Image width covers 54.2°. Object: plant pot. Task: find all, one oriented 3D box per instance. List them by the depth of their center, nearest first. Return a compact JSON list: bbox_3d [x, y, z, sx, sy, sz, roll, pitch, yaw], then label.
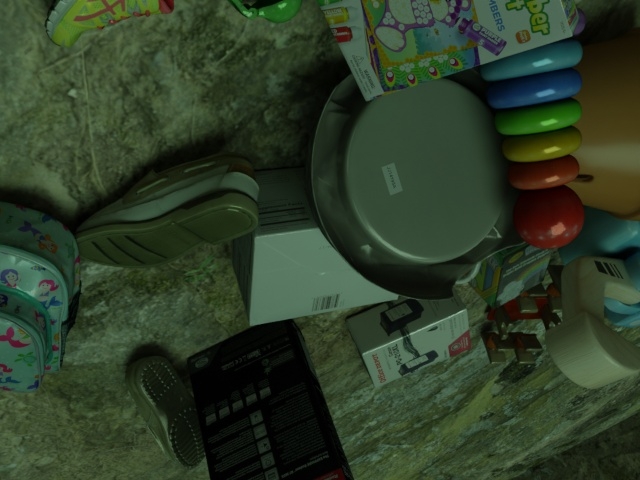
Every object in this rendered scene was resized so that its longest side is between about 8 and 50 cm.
[{"bbox_3d":[0.416,-0.172,0.934,0.203,0.291,0.291,0,137,-2],"label":"plant pot"}]

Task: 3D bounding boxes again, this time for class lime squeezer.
[{"bbox_3d":[-0.078,-0.303,0.705,0.310,0.059,0.110,-3,136,-22],"label":"lime squeezer"}]

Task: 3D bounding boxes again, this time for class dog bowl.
[{"bbox_3d":[0.136,-0.095,0.863,0.348,0.102,0.349,-1,92,-19],"label":"dog bowl"}]

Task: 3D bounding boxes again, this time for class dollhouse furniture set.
[{"bbox_3d":[0.522,0.159,1.469,0.259,0.135,0.262,1,135,-10],"label":"dollhouse furniture set"}]

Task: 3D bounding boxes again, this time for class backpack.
[{"bbox_3d":[-0.445,0.074,0.843,0.225,0.191,0.254,12,124,-17],"label":"backpack"}]

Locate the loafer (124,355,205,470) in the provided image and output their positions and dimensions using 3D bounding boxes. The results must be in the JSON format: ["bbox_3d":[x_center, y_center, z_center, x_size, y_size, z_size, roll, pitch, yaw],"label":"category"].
[{"bbox_3d":[-0.296,0.329,1.216,0.102,0.092,0.269,-36,119,-36],"label":"loafer"}]

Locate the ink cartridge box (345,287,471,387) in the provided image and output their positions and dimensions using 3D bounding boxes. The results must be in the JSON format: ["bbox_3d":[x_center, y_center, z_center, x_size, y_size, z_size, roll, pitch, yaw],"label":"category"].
[{"bbox_3d":[0.192,0.202,1.348,0.237,0.100,0.172,-23,139,-1],"label":"ink cartridge box"}]

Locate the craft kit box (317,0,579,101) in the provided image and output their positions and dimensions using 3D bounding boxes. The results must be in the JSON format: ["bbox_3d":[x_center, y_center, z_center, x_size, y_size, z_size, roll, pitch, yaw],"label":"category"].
[{"bbox_3d":[0.103,-0.291,0.641,0.246,0.061,0.250,-12,122,35],"label":"craft kit box"}]

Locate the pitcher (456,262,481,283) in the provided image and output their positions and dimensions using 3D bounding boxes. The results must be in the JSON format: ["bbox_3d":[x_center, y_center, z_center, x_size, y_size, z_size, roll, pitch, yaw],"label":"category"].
[{"bbox_3d":[0.243,-0.042,1.056,0.207,0.178,0.125,-47,173,27],"label":"pitcher"}]

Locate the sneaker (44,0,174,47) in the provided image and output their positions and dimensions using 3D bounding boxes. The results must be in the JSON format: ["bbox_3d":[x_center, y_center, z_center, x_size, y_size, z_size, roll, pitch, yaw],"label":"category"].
[{"bbox_3d":[-0.202,-0.257,0.646,0.208,0.082,0.094,-30,129,29],"label":"sneaker"}]

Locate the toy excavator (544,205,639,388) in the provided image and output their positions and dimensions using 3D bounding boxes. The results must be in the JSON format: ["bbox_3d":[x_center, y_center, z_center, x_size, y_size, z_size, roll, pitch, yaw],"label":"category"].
[{"bbox_3d":[0.514,0.048,1.089,0.444,0.433,0.222,11,145,-29],"label":"toy excavator"}]

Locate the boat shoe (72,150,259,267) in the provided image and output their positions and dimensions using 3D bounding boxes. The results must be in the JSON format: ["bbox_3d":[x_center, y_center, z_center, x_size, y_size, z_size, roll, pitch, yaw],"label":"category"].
[{"bbox_3d":[-0.220,-0.040,0.888,0.302,0.103,0.113,-12,149,19],"label":"boat shoe"}]

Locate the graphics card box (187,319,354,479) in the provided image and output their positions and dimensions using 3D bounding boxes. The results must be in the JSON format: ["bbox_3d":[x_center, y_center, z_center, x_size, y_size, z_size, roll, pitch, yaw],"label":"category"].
[{"bbox_3d":[-0.100,0.336,1.148,0.232,0.371,0.094,-27,140,2],"label":"graphics card box"}]

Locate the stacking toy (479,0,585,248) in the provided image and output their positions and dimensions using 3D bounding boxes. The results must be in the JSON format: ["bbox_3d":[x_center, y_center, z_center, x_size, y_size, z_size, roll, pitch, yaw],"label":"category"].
[{"bbox_3d":[0.274,-0.149,0.794,0.141,0.141,0.331,-12,101,-13],"label":"stacking toy"}]

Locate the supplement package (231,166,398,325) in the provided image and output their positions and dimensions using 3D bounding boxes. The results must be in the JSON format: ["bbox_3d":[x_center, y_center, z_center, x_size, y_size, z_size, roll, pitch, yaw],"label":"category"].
[{"bbox_3d":[0.000,0.000,1.002,0.261,0.145,0.204,-8,137,-17],"label":"supplement package"}]

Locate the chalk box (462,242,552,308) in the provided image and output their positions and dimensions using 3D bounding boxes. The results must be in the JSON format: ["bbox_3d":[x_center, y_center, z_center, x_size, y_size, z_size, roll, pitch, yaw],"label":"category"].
[{"bbox_3d":[0.339,-0.004,1.155,0.132,0.132,0.213,-25,140,-16],"label":"chalk box"}]
